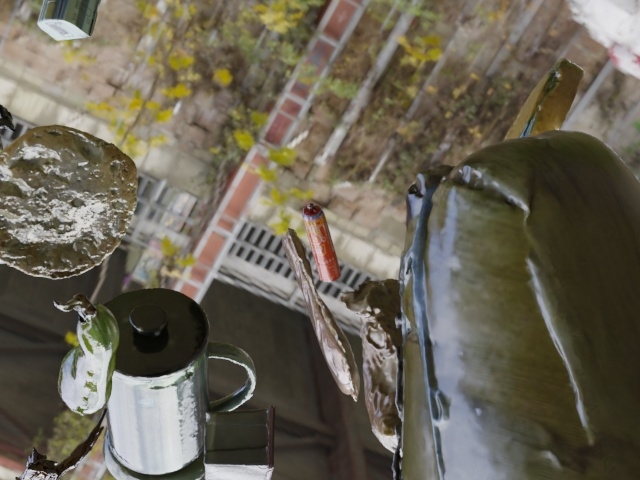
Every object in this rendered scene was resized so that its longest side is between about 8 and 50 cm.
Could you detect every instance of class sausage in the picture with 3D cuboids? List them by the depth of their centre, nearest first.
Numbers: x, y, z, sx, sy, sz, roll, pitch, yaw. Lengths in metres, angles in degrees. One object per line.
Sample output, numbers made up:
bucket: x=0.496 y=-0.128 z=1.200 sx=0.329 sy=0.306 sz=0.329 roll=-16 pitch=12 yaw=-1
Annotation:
sausage: x=0.000 y=0.000 z=1.332 sx=0.034 sy=0.129 sz=0.034 roll=-11 pitch=-147 yaw=7

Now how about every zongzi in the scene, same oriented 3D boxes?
zongzi: x=0.170 y=0.117 z=0.440 sx=0.174 sy=0.356 sz=0.393 roll=-4 pitch=-178 yaw=-23

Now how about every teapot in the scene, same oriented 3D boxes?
teapot: x=-0.238 y=0.232 z=1.507 sx=0.270 sy=0.337 sz=0.200 roll=-5 pitch=-135 yaw=-10

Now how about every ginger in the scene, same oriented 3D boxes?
ginger: x=0.095 y=0.171 z=0.814 sx=0.122 sy=0.084 sz=0.290 roll=-7 pitch=-102 yaw=-71

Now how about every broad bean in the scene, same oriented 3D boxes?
broad bean: x=-0.274 y=0.143 z=1.103 sx=0.075 sy=0.325 sz=0.067 roll=28 pitch=-127 yaw=0

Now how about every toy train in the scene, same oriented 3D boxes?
toy train: x=-0.261 y=-0.346 z=1.043 sx=0.055 sy=0.252 sz=0.048 roll=-1 pitch=161 yaw=33

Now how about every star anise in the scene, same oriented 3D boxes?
star anise: x=-0.344 y=0.322 z=1.269 sx=0.144 sy=0.141 sz=0.158 roll=-14 pitch=-158 yaw=-27

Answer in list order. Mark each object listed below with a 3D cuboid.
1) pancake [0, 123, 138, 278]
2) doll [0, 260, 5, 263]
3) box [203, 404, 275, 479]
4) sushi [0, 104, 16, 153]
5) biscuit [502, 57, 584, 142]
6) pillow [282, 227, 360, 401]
pancake: x=-0.232 y=-0.034 z=0.826 sx=0.151 sy=0.152 sz=0.025 roll=19 pitch=-159 yaw=-29
doll: x=-0.553 y=-0.006 z=1.533 sx=0.227 sy=0.075 sz=0.102 roll=11 pitch=151 yaw=22
box: x=-0.074 y=0.186 z=0.838 sx=0.063 sy=0.085 sz=0.060 roll=3 pitch=-115 yaw=-6
sushi: x=-0.330 y=-0.045 z=0.514 sx=0.139 sy=0.290 sz=0.131 roll=61 pitch=-163 yaw=-71
biscuit: x=0.314 y=-0.136 z=1.485 sx=0.057 sy=0.287 sz=0.344 roll=27 pitch=165 yaw=5
pillow: x=0.002 y=0.089 z=1.113 sx=0.135 sy=0.034 sz=0.211 roll=72 pitch=176 yaw=-71
